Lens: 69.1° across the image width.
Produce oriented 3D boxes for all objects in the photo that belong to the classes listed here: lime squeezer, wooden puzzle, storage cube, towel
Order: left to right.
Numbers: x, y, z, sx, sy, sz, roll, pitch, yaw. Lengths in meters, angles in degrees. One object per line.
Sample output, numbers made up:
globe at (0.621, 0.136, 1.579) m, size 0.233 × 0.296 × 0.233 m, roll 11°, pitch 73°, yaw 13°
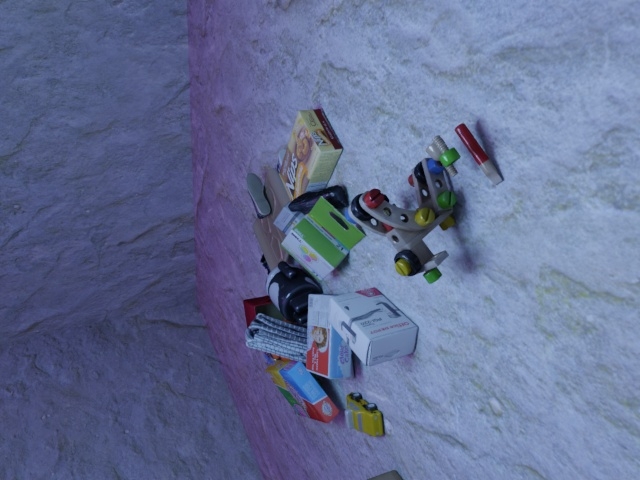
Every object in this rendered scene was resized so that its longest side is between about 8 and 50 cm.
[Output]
storage cube at (-0.220, 0.344, 2.058) m, size 0.193 × 0.184 × 0.214 m, roll 3°, pitch 102°, yaw 66°
wooden puzzle at (-0.170, -0.071, 1.928) m, size 0.322 × 0.081 × 0.347 m, roll 63°, pitch 145°, yaw 32°
towel at (-0.134, 0.354, 1.726) m, size 0.235 × 0.284 × 0.121 m, roll 152°, pitch 135°, yaw -81°
lime squeezer at (-0.032, 0.574, 1.923) m, size 0.310 × 0.059 × 0.110 m, roll 60°, pitch 178°, yaw 33°

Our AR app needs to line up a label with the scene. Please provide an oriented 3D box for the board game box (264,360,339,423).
board game box at (-0.081, 0.578, 1.802) m, size 0.242 × 0.064 × 0.316 m, roll 53°, pitch 154°, yaw -2°

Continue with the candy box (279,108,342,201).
candy box at (-0.043, -0.261, 1.566) m, size 0.182 × 0.088 × 0.316 m, roll 66°, pitch 153°, yaw 25°

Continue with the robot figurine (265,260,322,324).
robot figurine at (-0.103, 0.202, 1.765) m, size 0.278 × 0.174 × 0.209 m, roll 42°, pitch 110°, yaw 52°

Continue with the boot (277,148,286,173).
boot at (-0.124, -0.250, 1.782) m, size 0.086 × 0.069 × 0.189 m, roll 114°, pitch 147°, yaw -61°

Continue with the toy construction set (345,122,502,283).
toy construction set at (0.238, -0.056, 0.978) m, size 0.309 × 0.257 × 0.237 m, roll -39°, pitch 81°, yaw 37°

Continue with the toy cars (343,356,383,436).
toy cars at (0.082, 0.507, 1.597) m, size 0.393 × 0.087 × 0.176 m, roll 60°, pitch 148°, yaw 36°

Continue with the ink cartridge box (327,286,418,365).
ink cartridge box at (0.140, 0.233, 1.289) m, size 0.218 × 0.159 × 0.092 m, roll 45°, pitch 137°, yaw 50°

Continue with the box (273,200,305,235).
box at (-0.071, -0.039, 1.658) m, size 0.186 × 0.038 × 0.145 m, roll 41°, pitch 150°, yaw -3°

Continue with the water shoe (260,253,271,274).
water shoe at (-0.239, 0.099, 2.122) m, size 0.073 × 0.080 × 0.203 m, roll 44°, pitch 137°, yaw 52°

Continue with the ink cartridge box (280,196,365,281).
ink cartridge box at (0.000, 0.000, 1.474) m, size 0.189 × 0.097 × 0.255 m, roll 43°, pitch 150°, yaw 1°

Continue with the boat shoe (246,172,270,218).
boat shoe at (-0.269, -0.183, 1.924) m, size 0.065 × 0.075 × 0.206 m, roll -46°, pitch 60°, yaw 51°

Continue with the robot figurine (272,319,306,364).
robot figurine at (-0.128, 0.422, 1.925) m, size 0.158 × 0.128 × 0.219 m, roll -20°, pitch 104°, yaw 42°

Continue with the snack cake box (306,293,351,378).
snack cake box at (0.029, 0.312, 1.549) m, size 0.152 × 0.089 × 0.264 m, roll -5°, pitch 81°, yaw 56°

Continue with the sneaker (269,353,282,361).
sneaker at (-0.213, 0.486, 2.243) m, size 0.222 × 0.083 × 0.118 m, roll 37°, pitch 113°, yaw 65°

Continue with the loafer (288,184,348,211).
loafer at (-0.011, -0.117, 1.499) m, size 0.223 × 0.076 × 0.078 m, roll -9°, pitch 122°, yaw 38°

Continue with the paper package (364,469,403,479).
paper package at (0.225, 0.910, 1.359) m, size 0.325 × 0.168 × 0.309 m, roll 42°, pitch 136°, yaw 54°

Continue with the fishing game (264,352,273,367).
fishing game at (-0.287, 0.561, 2.448) m, size 0.189 × 0.041 × 0.264 m, roll 30°, pitch 125°, yaw 55°
